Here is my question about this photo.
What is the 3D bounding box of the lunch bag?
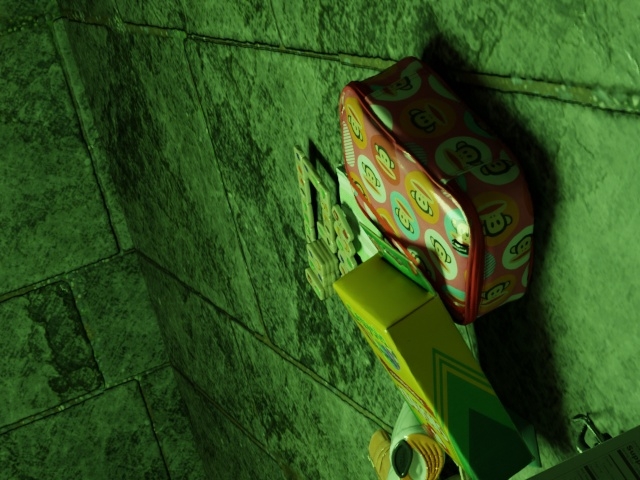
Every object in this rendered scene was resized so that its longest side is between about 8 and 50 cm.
[{"bbox_3d":[0.138,-0.049,1.611,0.293,0.120,0.258,52,160,35],"label":"lunch bag"}]

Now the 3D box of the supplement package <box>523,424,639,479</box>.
[{"bbox_3d":[0.312,0.298,1.251,0.198,0.263,0.199,59,159,27],"label":"supplement package"}]

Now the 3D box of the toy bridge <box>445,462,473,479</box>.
[{"bbox_3d":[0.211,0.377,1.993,0.063,0.026,0.188,52,155,39],"label":"toy bridge"}]

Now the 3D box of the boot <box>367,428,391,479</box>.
[{"bbox_3d":[0.127,0.418,2.206,0.152,0.073,0.197,49,141,42],"label":"boot"}]

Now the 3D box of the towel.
[{"bbox_3d":[0.057,-0.029,1.988,0.113,0.023,0.152,53,156,41],"label":"towel"}]

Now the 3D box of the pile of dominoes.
[{"bbox_3d":[0.000,0.000,2.114,0.196,0.040,0.251,57,164,38],"label":"pile of dominoes"}]

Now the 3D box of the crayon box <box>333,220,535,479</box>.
[{"bbox_3d":[0.127,0.142,1.671,0.318,0.081,0.202,58,173,-21],"label":"crayon box"}]

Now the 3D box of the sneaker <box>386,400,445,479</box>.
[{"bbox_3d":[0.145,0.348,2.043,0.121,0.099,0.262,-82,0,-50],"label":"sneaker"}]

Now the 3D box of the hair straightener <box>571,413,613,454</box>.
[{"bbox_3d":[0.348,0.262,1.478,0.230,0.047,0.089,-124,22,-45],"label":"hair straightener"}]

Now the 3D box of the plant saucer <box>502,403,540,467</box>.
[{"bbox_3d":[0.232,0.242,1.803,0.192,0.018,0.067,34,141,61],"label":"plant saucer"}]
